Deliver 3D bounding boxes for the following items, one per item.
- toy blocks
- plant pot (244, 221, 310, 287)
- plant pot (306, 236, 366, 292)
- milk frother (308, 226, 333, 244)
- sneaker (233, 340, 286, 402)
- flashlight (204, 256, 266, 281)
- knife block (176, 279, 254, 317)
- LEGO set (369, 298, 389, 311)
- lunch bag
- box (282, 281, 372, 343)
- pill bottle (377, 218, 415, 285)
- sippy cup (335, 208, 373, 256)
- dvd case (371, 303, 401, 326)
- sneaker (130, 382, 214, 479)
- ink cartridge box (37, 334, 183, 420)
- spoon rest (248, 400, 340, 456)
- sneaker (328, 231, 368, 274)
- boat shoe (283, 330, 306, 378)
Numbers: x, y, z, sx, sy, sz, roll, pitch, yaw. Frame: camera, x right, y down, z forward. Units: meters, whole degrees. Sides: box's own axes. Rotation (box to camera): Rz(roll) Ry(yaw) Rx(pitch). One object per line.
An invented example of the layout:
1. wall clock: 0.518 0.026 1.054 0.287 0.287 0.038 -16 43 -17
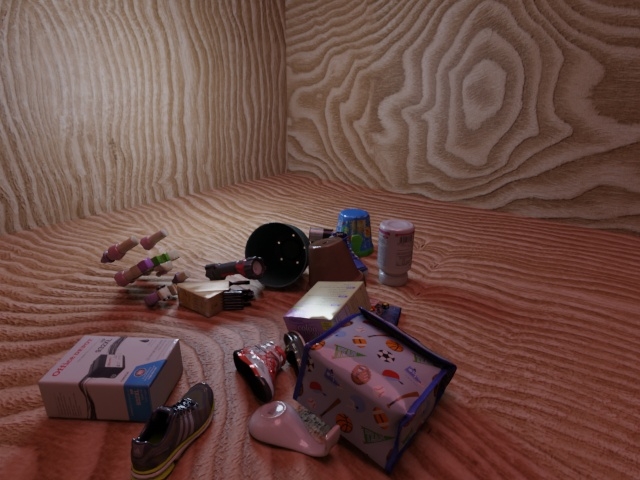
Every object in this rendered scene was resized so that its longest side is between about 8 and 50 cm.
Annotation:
1. toy blocks: -0.783 0.148 1.771 0.260 0.309 0.288 -29 3 13
2. plant pot: -0.171 0.054 1.889 0.293 0.293 0.235 6 7 14
3. plant pot: 0.048 0.112 1.715 0.263 0.229 0.263 -12 12 3
4. milk frother: 0.000 0.000 2.224 0.134 0.129 0.143 5 15 1
5. sneaker: -0.160 0.386 1.235 0.145 0.090 0.270 -12 13 -28
6. flashlight: -0.382 0.138 1.796 0.304 0.103 0.103 -12 -12 35
7. knife block: -0.428 0.220 1.697 0.275 0.088 0.242 14 23 30
8. LEGO set: 0.144 0.250 1.613 0.244 0.060 0.182 9 23 30
9. lunch bag: 0.173 0.361 1.127 0.327 0.239 0.385 29 27 30
10. box: 0.030 0.258 1.448 0.213 0.117 0.243 -5 23 37
11. pill bottle: 0.346 0.057 1.867 0.160 0.283 0.160 1 21 0
12. sippy cup: 0.184 -0.051 2.231 0.240 0.224 0.305 -15 26 -34
13. dvd case: 0.184 0.298 1.603 0.253 0.022 0.180 8 23 17
14. sneaker: -0.366 0.460 1.025 0.111 0.121 0.300 6 22 12
15. ink cartridge box: -0.596 0.395 1.178 0.307 0.129 0.223 1 22 2
16. spoon rest: -0.072 0.491 1.044 0.276 0.084 0.137 0 15 39
17. sneaker: 0.105 0.057 2.004 0.127 0.182 0.315 -12 24 -26
18. boat shoe: -0.080 0.373 1.316 0.068 0.081 0.228 -6 24 -26
